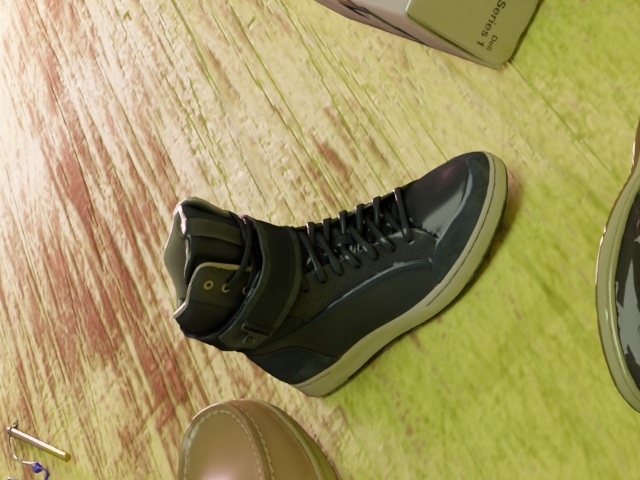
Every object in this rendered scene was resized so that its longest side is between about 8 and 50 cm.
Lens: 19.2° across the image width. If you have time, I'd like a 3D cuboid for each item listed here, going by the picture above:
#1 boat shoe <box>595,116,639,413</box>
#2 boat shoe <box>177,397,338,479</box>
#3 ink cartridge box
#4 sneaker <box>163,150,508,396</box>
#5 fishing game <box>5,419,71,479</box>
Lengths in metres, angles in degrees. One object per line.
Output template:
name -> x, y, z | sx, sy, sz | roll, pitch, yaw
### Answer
boat shoe -> 0.205, -0.014, 1.009 | 0.073, 0.080, 0.223 | -24, 44, 53
boat shoe -> -0.051, 0.220, 1.185 | 0.121, 0.110, 0.341 | -48, 35, 25
ink cartridge box -> 0.075, -0.226, 1.337 | 0.219, 0.092, 0.160 | 29, 93, 59
sneaker -> 0.000, 0.002, 1.222 | 0.226, 0.163, 0.086 | -45, 35, 26
fishing game -> -0.291, 0.279, 1.558 | 0.189, 0.041, 0.264 | 18, 80, 61
